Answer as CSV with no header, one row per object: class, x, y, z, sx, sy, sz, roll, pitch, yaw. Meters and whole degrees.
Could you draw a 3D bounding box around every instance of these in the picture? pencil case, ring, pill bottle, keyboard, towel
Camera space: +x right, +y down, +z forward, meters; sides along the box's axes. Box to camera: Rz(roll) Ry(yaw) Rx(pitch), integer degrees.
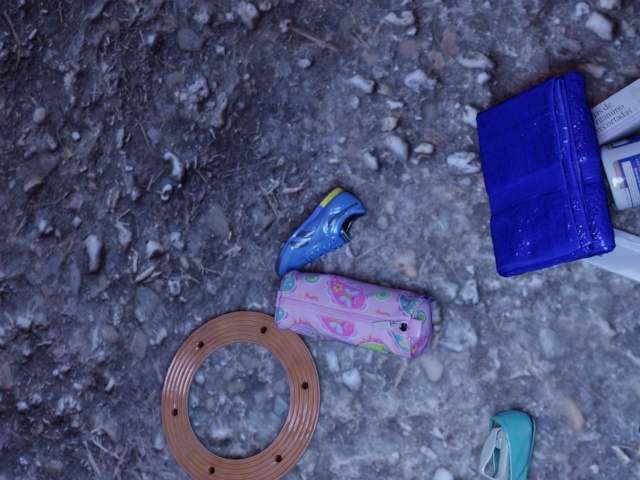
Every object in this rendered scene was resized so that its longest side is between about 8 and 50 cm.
pencil case,0.060,0.129,1.465,0.284,0.124,0.124,11,84,25
ring,-0.151,0.301,1.554,0.337,0.032,0.336,-7,72,21
pill bottle,0.553,-0.125,1.318,0.187,0.112,0.112,-17,73,19
keyboard,0.466,0.006,1.383,0.256,0.014,0.072,23,94,25
towel,0.357,-0.106,1.367,0.228,0.076,0.308,-21,68,48

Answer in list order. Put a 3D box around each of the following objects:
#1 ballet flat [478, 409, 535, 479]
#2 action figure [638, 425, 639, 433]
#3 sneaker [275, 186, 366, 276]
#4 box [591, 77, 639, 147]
ballet flat,0.293,0.397,1.329,0.087,0.083,0.247,8,76,-10
action figure,0.607,0.339,1.139,0.330,0.341,0.178,-41,104,17
sneaker,0.000,0.000,1.543,0.082,0.069,0.209,43,97,20
box,0.555,-0.242,1.366,0.324,0.067,0.063,-33,68,14
